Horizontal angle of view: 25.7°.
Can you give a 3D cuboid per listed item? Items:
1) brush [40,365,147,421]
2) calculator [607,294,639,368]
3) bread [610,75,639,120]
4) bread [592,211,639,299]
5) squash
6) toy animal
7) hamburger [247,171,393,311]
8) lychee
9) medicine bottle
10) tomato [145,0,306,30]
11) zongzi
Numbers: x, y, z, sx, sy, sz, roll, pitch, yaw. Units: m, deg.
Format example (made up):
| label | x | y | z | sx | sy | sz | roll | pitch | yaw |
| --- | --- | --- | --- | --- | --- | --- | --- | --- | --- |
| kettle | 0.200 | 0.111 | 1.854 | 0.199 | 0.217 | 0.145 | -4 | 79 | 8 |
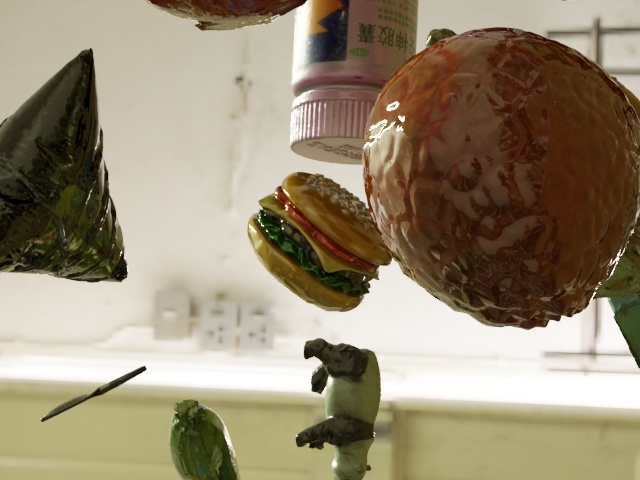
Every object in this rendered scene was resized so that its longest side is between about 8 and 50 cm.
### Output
| label | x | y | z | sx | sy | sz | roll | pitch | yaw |
| --- | --- | --- | --- | --- | --- | --- | --- | --- | --- |
| brush | -0.365 | 0.247 | 2.268 | 0.063 | 0.193 | 0.016 | -41 | -73 | -84 |
| calculator | 0.655 | 0.110 | 2.495 | 0.248 | 0.274 | 0.058 | 47 | -161 | -48 |
| bread | 0.431 | -0.147 | 2.005 | 0.054 | 0.136 | 0.154 | -77 | 9 | -52 |
| bread | 0.384 | -0.020 | 1.854 | 0.269 | 0.098 | 0.087 | -66 | -29 | -57 |
| squash | -0.182 | 0.351 | 2.232 | 0.378 | 0.101 | 0.101 | 84 | -170 | -56 |
| toy animal | 0.033 | 0.265 | 2.147 | 0.094 | 0.121 | 0.225 | 22 | -109 | -72 |
| hamburger | 0.000 | 0.000 | 1.487 | 0.115 | 0.162 | 0.162 | -53 | 0 | 12 |
| lychee | 0.152 | -0.064 | 1.172 | 0.255 | 0.255 | 0.300 | 78 | -169 | -63 |
| medicine bottle | 0.047 | -0.264 | 1.995 | 0.178 | 0.178 | 0.290 | 59 | -146 | -77 |
| tomato | -0.113 | -0.410 | 1.746 | 0.289 | 0.335 | 0.176 | -62 | 7 | 1 |
| zongzi | -0.403 | -0.110 | 2.080 | 0.362 | 0.319 | 0.383 | -62 | -2 | 1 |
